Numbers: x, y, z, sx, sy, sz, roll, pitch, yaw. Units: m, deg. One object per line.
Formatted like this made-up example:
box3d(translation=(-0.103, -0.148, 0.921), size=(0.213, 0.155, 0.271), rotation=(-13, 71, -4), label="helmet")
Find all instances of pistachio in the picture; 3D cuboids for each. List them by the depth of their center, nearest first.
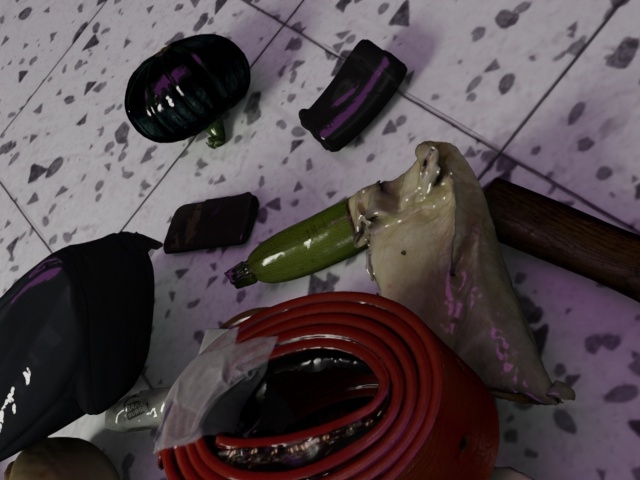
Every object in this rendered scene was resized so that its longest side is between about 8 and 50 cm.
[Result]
box3d(translation=(-0.313, 0.314, 1.282), size=(0.138, 0.153, 0.238), rotation=(-45, 16, -5), label="pistachio")

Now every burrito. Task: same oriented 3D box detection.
box3d(translation=(0.128, 0.056, 1.066), size=(0.175, 0.107, 0.347), rotation=(-55, 43, 40), label="burrito")
box3d(translation=(-0.186, 0.208, 1.296), size=(0.203, 0.064, 0.064), rotation=(-10, 58, 37), label="burrito")

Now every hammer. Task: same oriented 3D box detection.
box3d(translation=(0.285, 0.023, 0.990), size=(0.409, 0.095, 0.242), rotation=(29, 84, 49), label="hammer")

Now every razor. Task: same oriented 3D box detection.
box3d(translation=(0.042, -0.183, 1.355), size=(0.148, 0.054, 0.090), rotation=(-51, 43, 4), label="razor")

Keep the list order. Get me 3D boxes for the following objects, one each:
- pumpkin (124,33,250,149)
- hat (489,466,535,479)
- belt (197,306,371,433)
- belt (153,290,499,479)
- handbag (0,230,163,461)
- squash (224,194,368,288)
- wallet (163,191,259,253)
box3d(translation=(-0.191, -0.219, 1.511), size=(0.194, 0.150, 0.194), rotation=(-16, 49, 20), label="pumpkin")
box3d(translation=(0.118, 0.325, 0.891), size=(0.232, 0.161, 0.275), rotation=(25, 78, 43), label="hat")
box3d(translation=(-0.025, 0.220, 1.110), size=(0.217, 0.122, 0.338), rotation=(-38, 47, 13), label="belt")
box3d(translation=(-0.004, 0.168, 0.961), size=(0.324, 0.115, 0.227), rotation=(-9, 52, 34), label="belt")
box3d(translation=(-0.306, 0.131, 1.309), size=(0.275, 0.302, 0.178), rotation=(-40, 89, 9), label="handbag")
box3d(translation=(0.000, 0.000, 1.264), size=(0.252, 0.066, 0.066), rotation=(-25, 50, 26), label="squash")
box3d(translation=(-0.150, -0.022, 1.444), size=(0.157, 0.018, 0.082), rotation=(-5, 60, 40), label="wallet")
